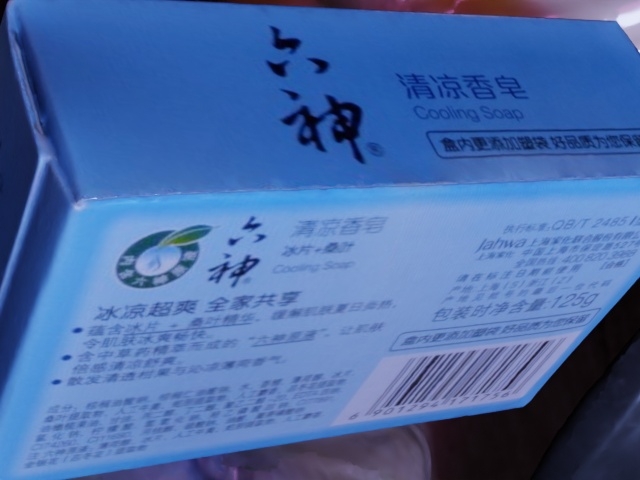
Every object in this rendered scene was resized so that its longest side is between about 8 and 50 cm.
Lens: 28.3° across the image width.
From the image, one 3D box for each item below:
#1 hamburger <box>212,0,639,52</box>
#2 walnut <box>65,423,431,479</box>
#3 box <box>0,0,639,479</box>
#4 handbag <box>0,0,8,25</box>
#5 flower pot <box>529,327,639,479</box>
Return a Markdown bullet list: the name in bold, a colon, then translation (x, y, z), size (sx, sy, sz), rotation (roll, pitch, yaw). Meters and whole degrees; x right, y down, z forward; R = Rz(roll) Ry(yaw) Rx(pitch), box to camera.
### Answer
- **hamburger**: translation (0.095, -0.101, 0.611), size (0.276, 0.276, 0.237), rotation (-24, 108, -19)
- **walnut**: translation (-0.077, 0.116, 0.556), size (0.248, 0.248, 0.248), rotation (0, 91, -21)
- **box**: translation (0.000, 0.000, 0.425), size (0.232, 0.142, 0.083), rotation (-3, 53, -30)
- **handbag**: translation (-0.154, -0.217, 0.490), size (0.327, 0.162, 0.325), rotation (31, 74, 21)
- **flower pot**: translation (0.293, 0.164, 0.602), size (0.379, 0.251, 0.379), rotation (-23, 140, -21)
